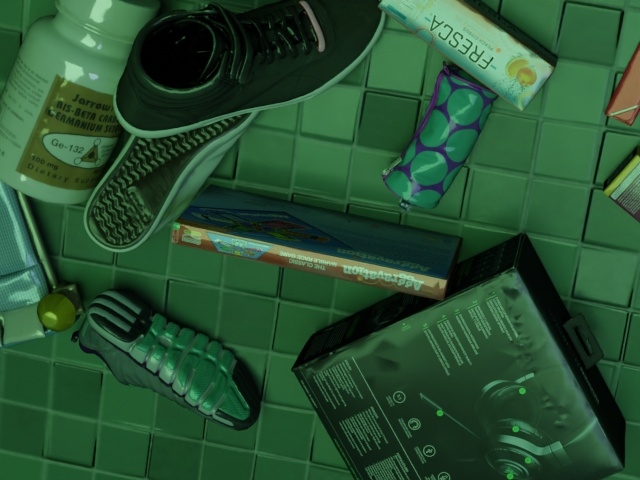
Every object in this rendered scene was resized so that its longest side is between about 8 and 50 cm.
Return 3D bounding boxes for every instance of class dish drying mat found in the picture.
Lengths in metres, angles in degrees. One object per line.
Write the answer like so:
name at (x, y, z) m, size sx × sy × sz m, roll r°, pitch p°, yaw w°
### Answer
dish drying mat at (0.319, -0.158, 1.635) m, size 0.032 × 0.008 × 0.083 m, roll 26°, pitch 110°, yaw 4°

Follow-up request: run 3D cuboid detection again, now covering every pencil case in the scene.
pencil case at (0.121, -0.105, 1.661) m, size 0.070 × 0.064 × 0.151 m, roll 22°, pitch 110°, yaw -17°

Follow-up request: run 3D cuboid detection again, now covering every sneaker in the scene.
sneaker at (-0.146, -0.114, 1.703) m, size 0.106 × 0.123 × 0.290 m, roll 40°, pitch 88°, yaw 1°
sneaker at (-0.171, 0.143, 1.803) m, size 0.224 × 0.083 × 0.098 m, roll 38°, pitch 139°, yaw -5°
sneaker at (-0.061, -0.189, 1.582) m, size 0.296 × 0.147 × 0.104 m, roll -22°, pitch 83°, yaw -11°

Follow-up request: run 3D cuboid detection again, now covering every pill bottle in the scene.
pill bottle at (-0.256, -0.164, 1.682) m, size 0.131 × 0.131 × 0.229 m, roll 27°, pitch 110°, yaw 2°

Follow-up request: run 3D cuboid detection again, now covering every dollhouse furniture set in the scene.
dollhouse furniture set at (-0.443, 0.010, 1.738) m, size 0.303 × 0.198 × 0.286 m, roll -13°, pitch 104°, yaw 14°

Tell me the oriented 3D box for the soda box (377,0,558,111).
soda box at (0.148, -0.209, 1.624) m, size 0.183 × 0.063 × 0.058 m, roll 37°, pitch 110°, yaw -1°

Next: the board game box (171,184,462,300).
board game box at (0.000, 0.000, 1.674) m, size 0.281 × 0.145 × 0.027 m, roll 12°, pitch 108°, yaw 8°

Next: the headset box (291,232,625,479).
headset box at (0.158, 0.160, 1.699) m, size 0.283 × 0.131 × 0.246 m, roll -27°, pitch 99°, yaw 18°

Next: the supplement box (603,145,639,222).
supplement box at (0.336, -0.047, 1.646) m, size 0.083 × 0.043 × 0.055 m, roll 40°, pitch 110°, yaw -2°
